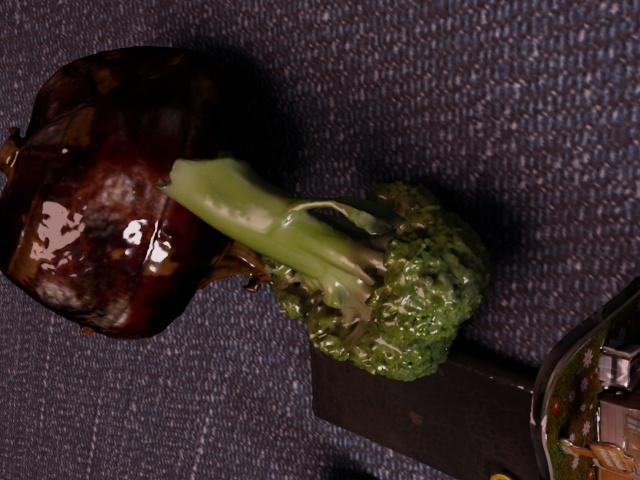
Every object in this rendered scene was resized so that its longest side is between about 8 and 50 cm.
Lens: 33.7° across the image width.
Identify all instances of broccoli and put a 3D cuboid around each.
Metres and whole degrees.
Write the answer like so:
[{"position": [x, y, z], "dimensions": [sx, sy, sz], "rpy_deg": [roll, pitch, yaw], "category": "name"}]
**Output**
[{"position": [0.026, 0.005, 1.049], "dimensions": [0.302, 0.186, 0.254], "rpy_deg": [37, 165, 16], "category": "broccoli"}]

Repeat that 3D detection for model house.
[{"position": [0.289, 0.204, 0.858], "dimensions": [0.154, 0.207, 0.294], "rpy_deg": [12, 119, 39], "category": "model house"}]

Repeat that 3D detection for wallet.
[{"position": [0.116, 0.172, 1.148], "dimensions": [0.321, 0.044, 0.170], "rpy_deg": [18, 123, 37], "category": "wallet"}]

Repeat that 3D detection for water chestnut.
[{"position": [-0.178, -0.042, 1.175], "dimensions": [0.347, 0.335, 0.335], "rpy_deg": [21, 136, -11], "category": "water chestnut"}]

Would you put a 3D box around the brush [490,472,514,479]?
[{"position": [0.255, 0.301, 1.062], "dimensions": [0.205, 0.011, 0.083], "rpy_deg": [36, 133, 14], "category": "brush"}]
